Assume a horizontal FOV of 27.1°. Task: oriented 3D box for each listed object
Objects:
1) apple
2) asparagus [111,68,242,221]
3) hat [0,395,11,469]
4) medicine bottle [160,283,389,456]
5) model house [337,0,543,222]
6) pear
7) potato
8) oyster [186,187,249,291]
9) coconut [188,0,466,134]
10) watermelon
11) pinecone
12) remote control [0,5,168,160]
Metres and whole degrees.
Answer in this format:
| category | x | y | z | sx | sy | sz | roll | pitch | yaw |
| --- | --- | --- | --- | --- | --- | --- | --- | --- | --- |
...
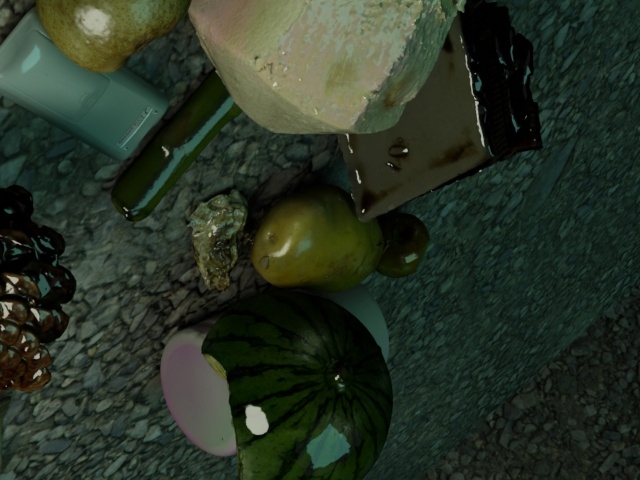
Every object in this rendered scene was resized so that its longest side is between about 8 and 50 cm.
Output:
| category | x | y | z | sx | sy | sz | roll | pitch | yaw |
| --- | --- | --- | --- | --- | --- | --- | --- | --- | --- |
| apple | 0.132 | 0.009 | 2.293 | 0.102 | 0.099 | 0.114 | 95 | 19 | -60 |
| asparagus | -0.164 | -0.140 | 1.683 | 0.278 | 0.060 | 0.067 | -48 | 135 | 2 |
| hat | -0.521 | 0.305 | 1.760 | 0.245 | 0.149 | 0.214 | -75 | -179 | -59 |
| medicine bottle | -0.070 | 0.191 | 2.112 | 0.325 | 0.212 | 0.212 | -22 | 144 | -43 |
| model house | 0.183 | -0.221 | 1.970 | 0.282 | 0.297 | 0.317 | -32 | 111 | -53 |
| pear | -0.204 | -0.256 | 1.343 | 0.167 | 0.137 | 0.167 | -31 | -167 | 8 |
| potato | 0.000 | 0.000 | 2.022 | 0.173 | 0.140 | 0.300 | -62 | 153 | 8 |
| oyster | -0.139 | -0.004 | 1.919 | 0.108 | 0.053 | 0.166 | -41 | 148 | -37 |
| coconut | 0.004 | -0.264 | 1.509 | 0.297 | 0.297 | 0.310 | -4 | 127 | -55 |
| watermelon | -0.003 | 0.227 | 1.904 | 0.330 | 0.331 | 0.189 | -27 | -169 | -35 |
| pinecone | -0.366 | 0.045 | 1.402 | 0.224 | 0.273 | 0.224 | -2 | 129 | -3 |
| remote control | -0.268 | -0.166 | 1.496 | 0.103 | 0.051 | 0.293 | -50 | 155 | 4 |
